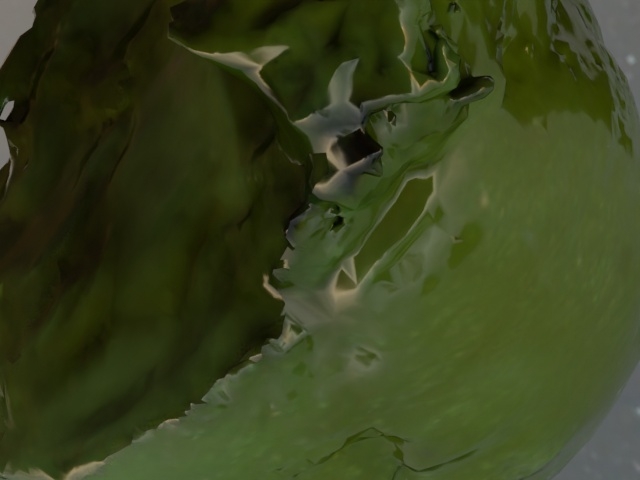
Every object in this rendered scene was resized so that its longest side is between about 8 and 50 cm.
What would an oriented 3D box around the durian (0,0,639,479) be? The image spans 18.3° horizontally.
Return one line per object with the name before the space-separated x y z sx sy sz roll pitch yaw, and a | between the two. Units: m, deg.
durian | 0.000 0.000 0.687 0.256 0.340 0.204 -38 -122 17
